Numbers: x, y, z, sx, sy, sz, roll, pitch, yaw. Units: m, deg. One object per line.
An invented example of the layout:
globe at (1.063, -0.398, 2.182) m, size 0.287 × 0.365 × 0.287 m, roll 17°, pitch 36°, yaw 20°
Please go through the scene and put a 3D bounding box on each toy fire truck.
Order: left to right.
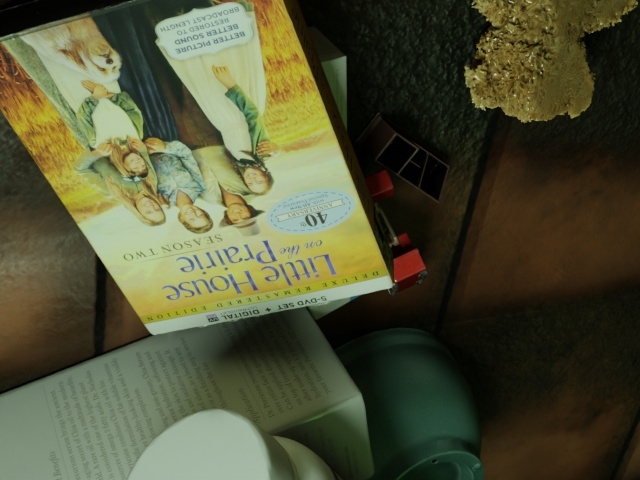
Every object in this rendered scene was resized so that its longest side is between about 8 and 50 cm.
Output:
toy fire truck at (0.084, -0.006, 1.217) m, size 0.047 × 0.135 × 0.192 m, roll -24°, pitch 171°, yaw -1°

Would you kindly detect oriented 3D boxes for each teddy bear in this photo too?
teddy bear at (0.254, -0.308, 1.102) m, size 0.245 × 0.113 × 0.338 m, roll -24°, pitch 123°, yaw -20°

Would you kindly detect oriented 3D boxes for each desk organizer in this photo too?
desk organizer at (0.109, -0.099, 1.195) m, size 0.130 × 0.050 × 0.047 m, roll 29°, pitch 107°, yaw -39°

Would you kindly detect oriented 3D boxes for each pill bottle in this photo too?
pill bottle at (-0.038, 0.332, 1.022) m, size 0.204 × 0.204 × 0.361 m, roll -38°, pitch 132°, yaw 1°

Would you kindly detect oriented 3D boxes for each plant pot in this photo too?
plant pot at (0.112, 0.301, 1.388) m, size 0.293 × 0.196 × 0.293 m, roll -14°, pitch 129°, yaw -18°

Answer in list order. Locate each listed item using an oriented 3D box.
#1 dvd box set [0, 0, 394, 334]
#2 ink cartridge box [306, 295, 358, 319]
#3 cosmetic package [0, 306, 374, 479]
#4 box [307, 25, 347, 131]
dvd box set at (-0.123, -0.078, 1.002) m, size 0.307 × 0.062 × 0.420 m, roll -11°, pitch 133°, yaw 13°
ink cartridge box at (0.000, 0.000, 1.201) m, size 0.104 × 0.061 × 0.181 m, roll -29°, pitch 132°, yaw -7°
cosmetic package at (-0.189, 0.249, 1.170) m, size 0.453 × 0.230 × 0.162 m, roll -20°, pitch 130°, yaw -13°
box at (-0.033, -0.163, 1.050) m, size 0.102 × 0.087 × 0.101 m, roll -15°, pitch 129°, yaw -18°
